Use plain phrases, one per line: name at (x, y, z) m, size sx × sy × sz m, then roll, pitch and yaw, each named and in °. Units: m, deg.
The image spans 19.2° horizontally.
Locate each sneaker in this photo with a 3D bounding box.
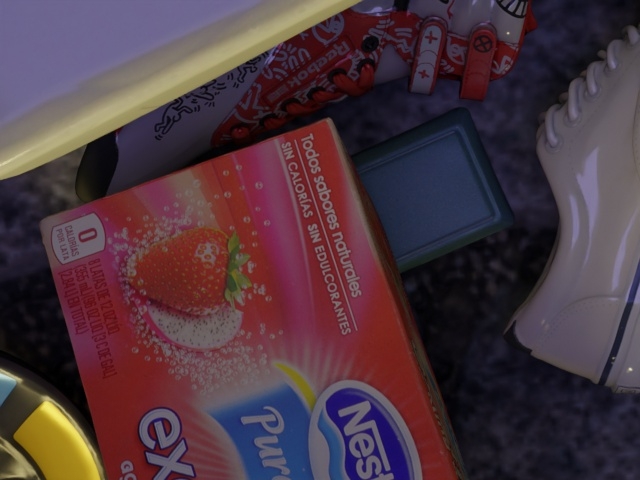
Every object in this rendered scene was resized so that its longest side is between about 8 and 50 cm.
sneaker at (0.152, -0.054, 0.920) m, size 0.091 × 0.094 × 0.258 m, roll 14°, pitch 95°, yaw 4°
sneaker at (0.008, -0.092, 0.919) m, size 0.145 × 0.090 × 0.270 m, roll 37°, pitch 95°, yaw -1°

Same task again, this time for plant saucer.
plant saucer at (0.000, 0.000, 0.969) m, size 0.192 × 0.018 × 0.067 m, roll -24°, pitch 96°, yaw 5°

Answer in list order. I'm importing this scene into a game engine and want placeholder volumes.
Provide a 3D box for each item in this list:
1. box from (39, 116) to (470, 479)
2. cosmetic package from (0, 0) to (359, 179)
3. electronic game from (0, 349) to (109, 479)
box at (-0.005, 0.121, 0.849) m, size 0.142 × 0.154 × 0.300 m, roll -19°, pitch 71°, yaw 4°
cosmetic package at (-0.005, -0.260, 0.692) m, size 0.393 × 0.329 × 0.327 m, roll -26°, pitch 96°, yaw 4°
electronic game at (-0.212, 0.154, 0.941) m, size 0.229 × 0.048 × 0.229 m, roll -9°, pitch 114°, yaw -20°
